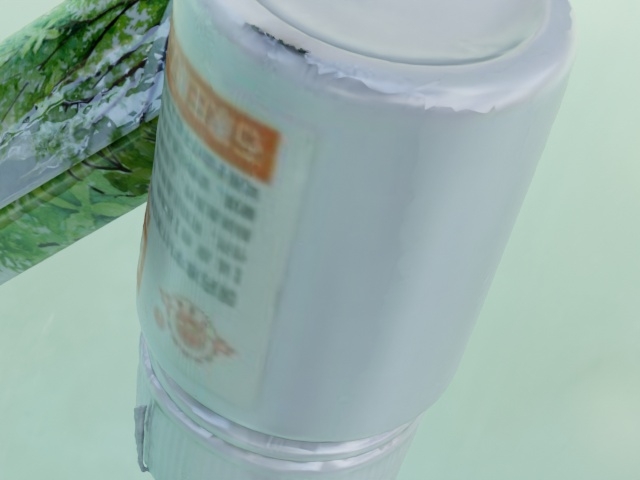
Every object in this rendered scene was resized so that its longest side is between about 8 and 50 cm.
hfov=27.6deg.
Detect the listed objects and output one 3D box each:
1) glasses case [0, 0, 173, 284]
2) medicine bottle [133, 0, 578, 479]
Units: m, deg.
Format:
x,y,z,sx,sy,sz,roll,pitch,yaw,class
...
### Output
x,y,z,sx,sy,sz,roll,pitch,yaw,class
-0.159,-0.035,0.619,0.272,0.062,0.095,-29,55,16,glasses case
0.000,0.000,0.514,0.145,0.252,0.144,7,41,-6,medicine bottle
